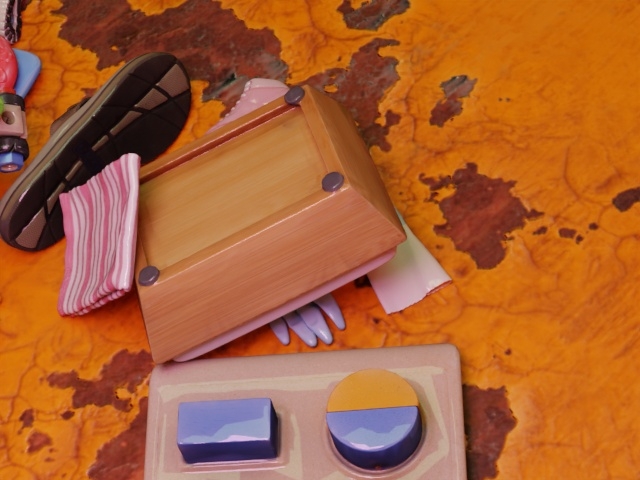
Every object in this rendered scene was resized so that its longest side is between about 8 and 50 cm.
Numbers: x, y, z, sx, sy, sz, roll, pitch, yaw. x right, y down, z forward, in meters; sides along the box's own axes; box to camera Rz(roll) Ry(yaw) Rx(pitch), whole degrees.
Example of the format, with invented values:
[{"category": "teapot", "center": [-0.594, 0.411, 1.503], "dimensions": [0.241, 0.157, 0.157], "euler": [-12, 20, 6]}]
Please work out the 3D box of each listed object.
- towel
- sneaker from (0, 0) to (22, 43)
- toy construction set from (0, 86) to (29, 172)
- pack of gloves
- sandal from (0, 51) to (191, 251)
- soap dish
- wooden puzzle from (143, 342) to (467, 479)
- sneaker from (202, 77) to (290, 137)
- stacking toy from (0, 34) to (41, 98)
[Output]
[{"category": "towel", "center": [-0.237, -0.002, 1.669], "dimensions": [0.029, 0.197, 0.144], "euler": [7, 76, -26]}, {"category": "sneaker", "center": [-0.420, -0.319, 2.023], "dimensions": [0.073, 0.063, 0.162], "euler": [-6, 53, 9]}, {"category": "toy construction set", "center": [-0.448, -0.098, 1.740], "dimensions": [0.327, 0.215, 0.151], "euler": [-9, 78, 52]}, {"category": "pack of gloves", "center": [0.000, 0.000, 1.727], "dimensions": [0.195, 0.046, 0.232], "euler": [-27, 54, -12]}, {"category": "sandal", "center": [-0.269, -0.115, 1.819], "dimensions": [0.303, 0.120, 0.086], "euler": [-44, 45, -21]}, {"category": "soap dish", "center": [-0.078, -0.025, 1.665], "dimensions": [0.291, 0.118, 0.229], "euler": [-27, 43, 6]}, {"category": "wooden puzzle", "center": [-0.020, 0.240, 1.530], "dimensions": [0.322, 0.080, 0.348], "euler": [-4, 53, 7]}, {"category": "sneaker", "center": [-0.087, -0.145, 1.846], "dimensions": [0.134, 0.051, 0.070], "euler": [-25, 52, -13]}, {"category": "stacking toy", "center": [-0.459, -0.257, 1.832], "dimensions": [0.175, 0.302, 0.166], "euler": [17, 58, 20]}]
